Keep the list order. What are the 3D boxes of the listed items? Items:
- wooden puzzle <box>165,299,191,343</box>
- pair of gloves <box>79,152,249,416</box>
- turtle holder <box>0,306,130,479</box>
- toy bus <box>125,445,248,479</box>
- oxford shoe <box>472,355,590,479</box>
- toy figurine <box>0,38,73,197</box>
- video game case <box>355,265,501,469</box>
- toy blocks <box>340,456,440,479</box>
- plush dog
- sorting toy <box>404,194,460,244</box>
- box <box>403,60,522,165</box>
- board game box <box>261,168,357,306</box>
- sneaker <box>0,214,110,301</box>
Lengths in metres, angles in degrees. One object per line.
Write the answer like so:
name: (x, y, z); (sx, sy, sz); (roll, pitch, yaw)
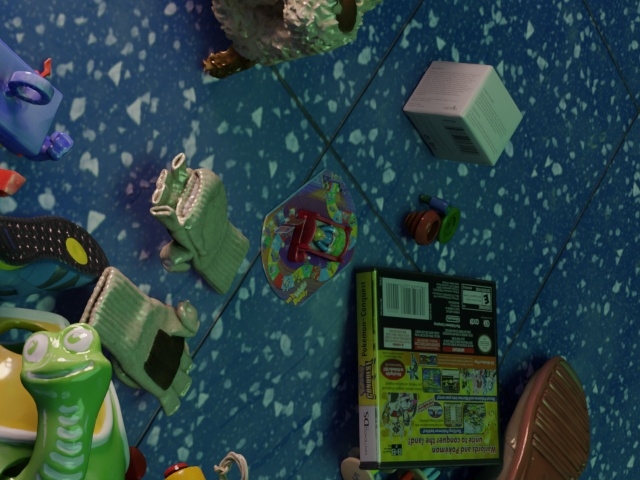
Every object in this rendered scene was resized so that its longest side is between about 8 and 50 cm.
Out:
wooden puzzle: (-0.163, 0.103, 1.705); (0.049, 0.006, 0.083); (38, 70, -45)
pair of gloves: (-0.150, 0.044, 1.640); (0.240, 0.042, 0.204); (-63, 150, -26)
turtle holder: (-0.291, 0.174, 1.372); (0.320, 0.243, 0.228); (90, 0, -71)
toy bus: (-0.181, 0.304, 1.586); (0.104, 0.191, 0.202); (-1, 99, -48)
oxford shoe: (0.267, 0.317, 2.151); (0.140, 0.146, 0.397); (51, 42, -20)
toy figurine: (-0.310, -0.169, 1.329); (0.362, 0.217, 0.191); (47, 63, -43)
video game case: (0.142, 0.167, 1.996); (0.274, 0.035, 0.248); (8, 78, -50)
toy blocks: (0.098, 0.297, 2.000); (0.148, 0.054, 0.123); (-33, 119, -42)
plush dog: (-0.068, -0.304, 1.634); (0.225, 0.210, 0.262); (65, 22, -15)
sorting toy: (0.141, -0.028, 2.000); (0.102, 0.042, 0.061); (-10, 121, -59)
box: (0.181, -0.162, 1.963); (0.087, 0.102, 0.101); (-57, 133, -21)
board game box: (0.000, 0.000, 1.846); (0.168, 0.033, 0.133); (-39, 124, -36)
sneaker: (-0.290, 0.023, 1.518); (0.069, 0.082, 0.209); (60, 23, 17)
